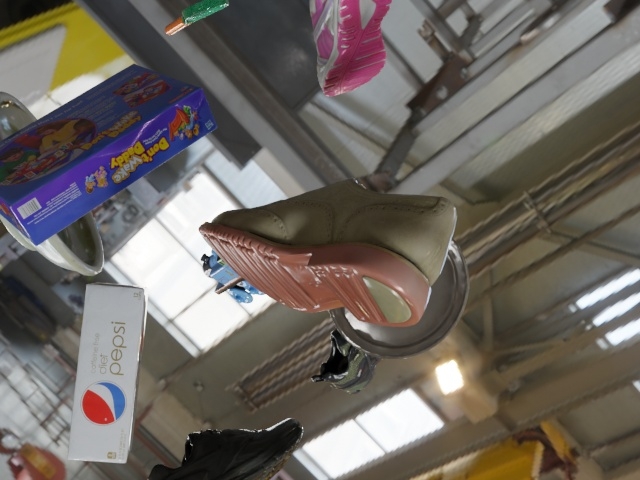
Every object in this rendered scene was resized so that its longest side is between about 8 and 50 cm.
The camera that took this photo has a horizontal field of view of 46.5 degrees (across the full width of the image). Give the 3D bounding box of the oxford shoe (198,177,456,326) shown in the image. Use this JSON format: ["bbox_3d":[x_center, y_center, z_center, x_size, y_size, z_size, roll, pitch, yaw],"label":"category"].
[{"bbox_3d":[0.000,0.000,0.918,0.396,0.140,0.147,11,-122,45],"label":"oxford shoe"}]

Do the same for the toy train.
[{"bbox_3d":[-0.118,0.035,1.150,0.184,0.105,0.080,-29,-147,55],"label":"toy train"}]

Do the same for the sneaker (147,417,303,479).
[{"bbox_3d":[-0.143,0.341,1.176,0.286,0.130,0.109,-22,150,-46],"label":"sneaker"}]

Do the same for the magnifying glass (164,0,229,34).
[{"bbox_3d":[-0.261,-0.456,1.516,0.092,0.026,0.231,-29,-163,-30],"label":"magnifying glass"}]

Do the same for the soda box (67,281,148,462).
[{"bbox_3d":[-0.265,0.163,0.937,0.069,0.073,0.216,163,-67,-81],"label":"soda box"}]

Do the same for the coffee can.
[{"bbox_3d":[0.085,0.041,1.143,0.201,0.201,0.275,-43,-166,0],"label":"coffee can"}]

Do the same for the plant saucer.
[{"bbox_3d":[-0.573,-0.095,1.483,0.100,0.401,0.400,-25,-171,-2],"label":"plant saucer"}]

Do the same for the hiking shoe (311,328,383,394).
[{"bbox_3d":[0.078,0.170,1.305,0.086,0.114,0.227,37,-80,41],"label":"hiking shoe"}]

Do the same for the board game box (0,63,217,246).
[{"bbox_3d":[-0.376,-0.155,1.216,0.347,0.078,0.233,-38,-139,-23],"label":"board game box"}]

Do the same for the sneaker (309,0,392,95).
[{"bbox_3d":[0.038,-0.323,1.102,0.102,0.111,0.252,-17,151,-19],"label":"sneaker"}]
